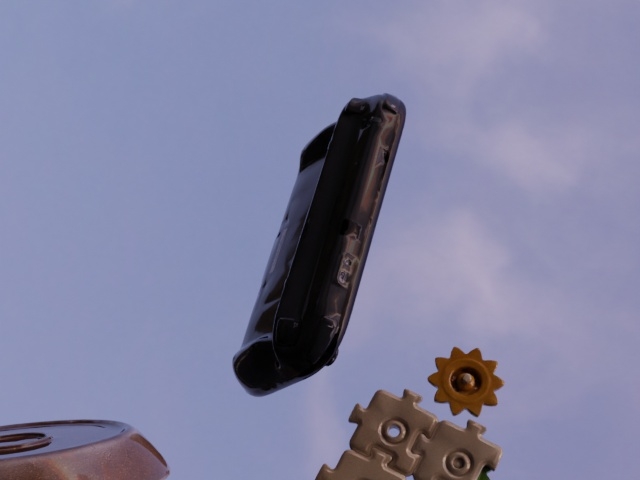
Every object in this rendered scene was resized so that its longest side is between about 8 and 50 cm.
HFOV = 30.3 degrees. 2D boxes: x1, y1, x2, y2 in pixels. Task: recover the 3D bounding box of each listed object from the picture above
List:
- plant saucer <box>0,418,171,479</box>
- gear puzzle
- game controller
[{"bbox_3d":[-0.165,0.120,0.634,0.168,0.168,0.029,-4,-90,41],"label":"plant saucer"},{"bbox_3d":[0.098,0.259,1.306,0.175,0.044,0.339,24,-114,13],"label":"gear puzzle"},{"bbox_3d":[0.000,0.000,1.155,0.166,0.067,0.319,-42,-155,55],"label":"game controller"}]
